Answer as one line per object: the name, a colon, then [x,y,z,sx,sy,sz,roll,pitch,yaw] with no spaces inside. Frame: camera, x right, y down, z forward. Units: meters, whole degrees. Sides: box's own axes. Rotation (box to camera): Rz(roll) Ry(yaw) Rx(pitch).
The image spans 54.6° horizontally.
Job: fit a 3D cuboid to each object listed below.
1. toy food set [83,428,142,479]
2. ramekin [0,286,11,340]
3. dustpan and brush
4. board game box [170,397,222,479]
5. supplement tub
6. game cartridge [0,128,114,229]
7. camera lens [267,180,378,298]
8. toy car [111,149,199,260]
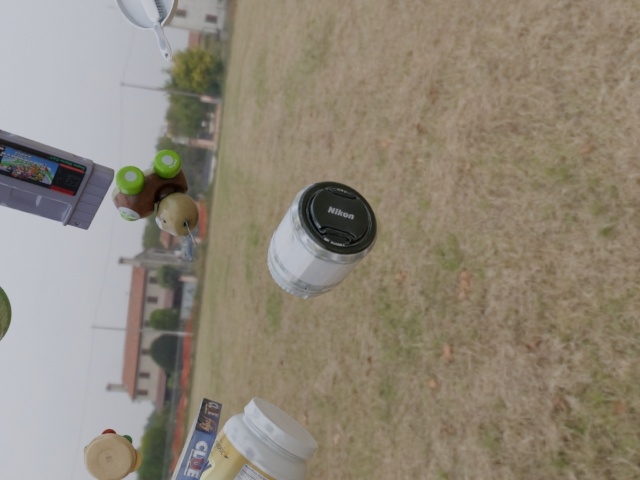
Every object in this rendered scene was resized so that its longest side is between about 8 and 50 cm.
toy food set: [-0.332,0.341,0.981,0.082,0.083,0.020,62,177,-8]
ramekin: [-1.141,0.253,1.936,0.148,0.304,0.303,-145,61,-66]
dustpan and brush: [-0.343,-0.467,1.291,0.211,0.147,0.060,67,-166,-3]
board game box: [-0.248,0.434,1.143,0.165,0.042,0.243,-136,67,-83]
supplement tub: [-0.173,0.551,1.445,0.316,0.228,0.228,-54,12,-4]
game cartridge: [-0.727,-0.153,1.556,0.230,0.355,0.068,-44,38,42]
camera lens: [0.000,0.000,1.544,0.274,0.220,0.219,127,147,-54]
toy car: [-0.298,-0.050,1.203,0.188,0.149,0.155,56,156,10]
